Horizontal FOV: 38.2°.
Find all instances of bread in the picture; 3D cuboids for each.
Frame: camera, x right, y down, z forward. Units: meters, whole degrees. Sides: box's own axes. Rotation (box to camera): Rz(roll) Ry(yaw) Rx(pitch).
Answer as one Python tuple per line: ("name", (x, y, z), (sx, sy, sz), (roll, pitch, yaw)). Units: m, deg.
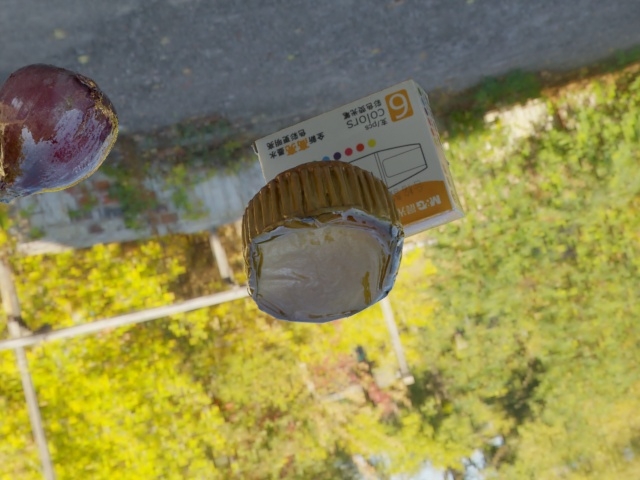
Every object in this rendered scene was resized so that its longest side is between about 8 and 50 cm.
("bread", (0.001, 0.000, 1.055), (0.199, 0.104, 0.199), (-6, 140, -5))

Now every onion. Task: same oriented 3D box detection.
("onion", (-0.350, -0.125, 1.167), (0.159, 0.195, 0.159), (24, 165, 7))

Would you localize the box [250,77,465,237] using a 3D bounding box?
("box", (0.057, -0.094, 1.394), (0.273, 0.221, 0.091), (-22, 166, 14))
